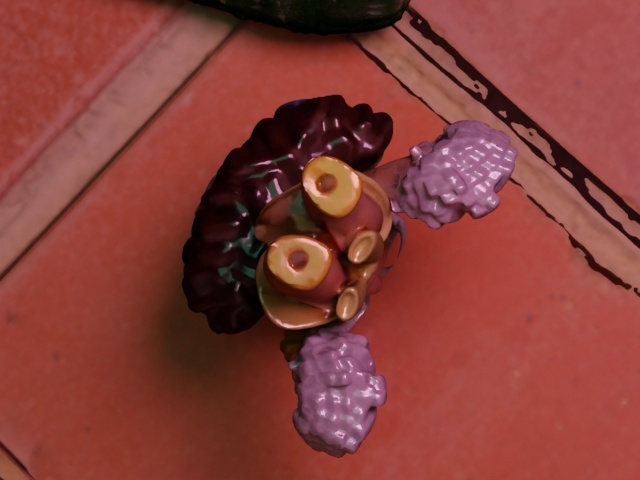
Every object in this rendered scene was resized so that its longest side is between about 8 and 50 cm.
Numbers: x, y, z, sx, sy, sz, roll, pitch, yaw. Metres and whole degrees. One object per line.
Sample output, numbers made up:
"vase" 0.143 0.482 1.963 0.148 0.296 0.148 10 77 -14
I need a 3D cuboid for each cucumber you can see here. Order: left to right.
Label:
"cucumber" -0.059 -0.158 1.030 0.227 0.069 0.069 16 84 11

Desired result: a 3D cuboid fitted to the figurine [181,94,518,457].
"figurine" -0.001 0.000 0.915 0.115 0.240 0.175 30 88 -11
